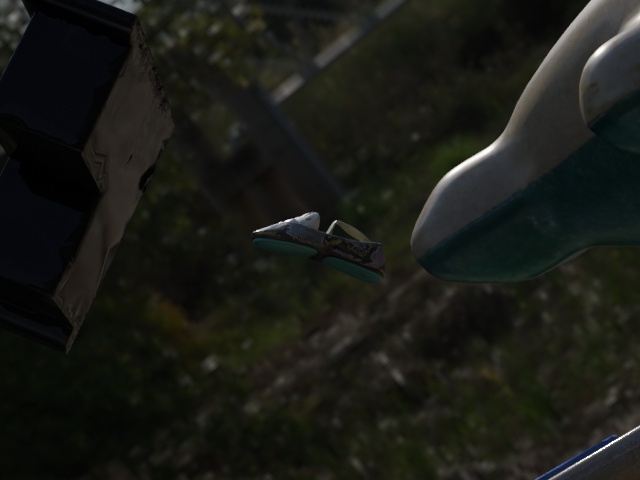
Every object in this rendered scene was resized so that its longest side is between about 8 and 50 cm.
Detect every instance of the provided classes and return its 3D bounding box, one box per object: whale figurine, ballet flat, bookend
[{"bbox_3d":[0.164,-0.047,0.684,0.272,0.141,0.216,-38,-9,30],"label":"whale figurine"},{"bbox_3d":[0.000,0.000,1.388,0.041,0.114,0.041,-50,30,44],"label":"ballet flat"},{"bbox_3d":[-0.152,-0.038,0.985,0.156,0.072,0.157,79,-146,-73],"label":"bookend"}]

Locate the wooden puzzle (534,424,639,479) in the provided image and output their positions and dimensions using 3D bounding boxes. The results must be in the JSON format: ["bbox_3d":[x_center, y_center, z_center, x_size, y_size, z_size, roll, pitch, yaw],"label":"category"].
[{"bbox_3d":[0.233,0.162,1.111,0.322,0.080,0.348,-32,-31,8],"label":"wooden puzzle"}]
